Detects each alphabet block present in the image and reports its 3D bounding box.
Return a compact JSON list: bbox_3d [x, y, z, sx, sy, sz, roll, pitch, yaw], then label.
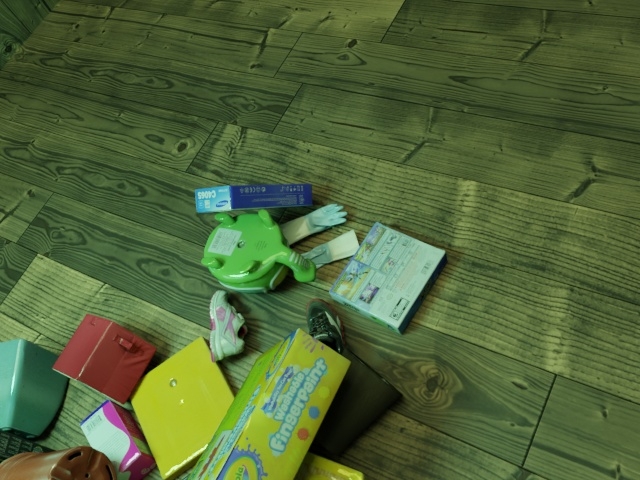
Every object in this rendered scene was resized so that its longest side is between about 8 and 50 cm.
[{"bbox_3d":[0.016,0.639,1.536,0.192,0.197,0.194,11,64,26],"label":"alphabet block"}]

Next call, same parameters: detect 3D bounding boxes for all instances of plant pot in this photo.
[{"bbox_3d":[-0.955,0.479,1.978,0.246,0.248,0.253,-13,59,13],"label":"plant pot"},{"bbox_3d":[-0.696,0.671,1.692,0.265,0.272,0.273,-26,51,31],"label":"plant pot"}]

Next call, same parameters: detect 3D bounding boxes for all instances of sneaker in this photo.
[{"bbox_3d":[0.013,0.266,1.808,0.097,0.135,0.276,-24,53,7],"label":"sneaker"},{"bbox_3d":[-0.279,0.257,1.952,0.111,0.103,0.252,-2,47,-8],"label":"sneaker"}]

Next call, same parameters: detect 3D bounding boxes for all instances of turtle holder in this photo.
[{"bbox_3d":[-0.182,0.044,1.961,0.320,0.227,0.244,-17,54,10],"label":"turtle holder"}]

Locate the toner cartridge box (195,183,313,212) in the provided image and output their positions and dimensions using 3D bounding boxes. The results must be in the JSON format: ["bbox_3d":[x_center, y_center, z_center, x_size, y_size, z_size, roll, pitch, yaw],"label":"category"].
[{"bbox_3d":[-0.199,-0.133,1.999,0.165,0.347,0.075,-3,93,43],"label":"toner cartridge box"}]

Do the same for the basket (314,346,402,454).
[{"bbox_3d":[0.070,0.428,1.672,0.227,0.204,0.154,-51,18,-3],"label":"basket"}]

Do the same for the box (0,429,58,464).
[{"bbox_3d":[-0.943,0.611,1.872,0.216,0.270,0.060,-5,59,17],"label":"box"}]

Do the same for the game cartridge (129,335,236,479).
[{"bbox_3d":[-0.392,0.485,1.882,0.285,0.053,0.324,-35,56,-2],"label":"game cartridge"}]

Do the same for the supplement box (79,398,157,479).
[{"bbox_3d":[-0.578,0.584,1.848,0.111,0.114,0.220,-41,53,-8],"label":"supplement box"}]

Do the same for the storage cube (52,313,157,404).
[{"bbox_3d":[-0.651,0.356,1.942,0.214,0.183,0.193,5,60,47],"label":"storage cube"}]

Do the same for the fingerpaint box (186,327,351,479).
[{"bbox_3d":[-0.145,0.474,1.554,0.163,0.371,0.445,34,60,-6],"label":"fingerpaint box"}]

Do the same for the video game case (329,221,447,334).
[{"bbox_3d":[0.199,0.105,1.880,0.244,0.061,0.270,26,71,30],"label":"video game case"}]

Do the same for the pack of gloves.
[{"bbox_3d":[0.000,0.000,2.045,0.232,0.046,0.195,-22,66,10],"label":"pack of gloves"}]

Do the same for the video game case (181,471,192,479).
[{"bbox_3d":[-0.233,0.693,1.697,0.248,0.035,0.275,-36,53,-3],"label":"video game case"}]
